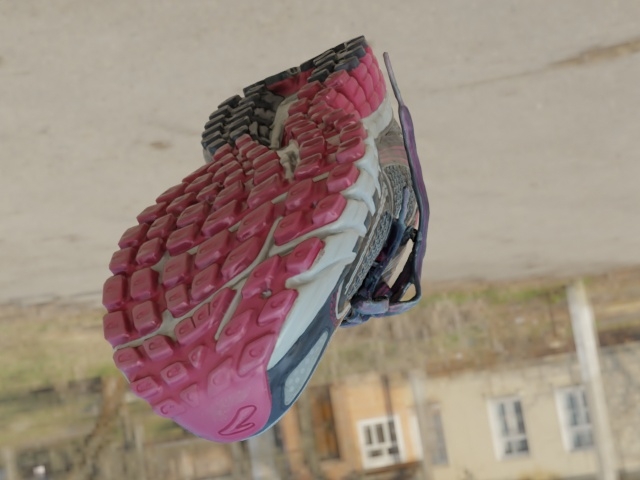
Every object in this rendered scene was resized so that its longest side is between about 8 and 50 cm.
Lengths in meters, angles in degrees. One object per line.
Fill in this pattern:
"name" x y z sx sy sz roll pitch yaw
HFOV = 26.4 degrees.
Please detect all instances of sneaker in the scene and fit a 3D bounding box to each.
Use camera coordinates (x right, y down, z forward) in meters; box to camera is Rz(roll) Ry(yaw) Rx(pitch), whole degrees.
"sneaker" 0.000 0.000 0.611 0.121 0.112 0.299 -23 -162 21
